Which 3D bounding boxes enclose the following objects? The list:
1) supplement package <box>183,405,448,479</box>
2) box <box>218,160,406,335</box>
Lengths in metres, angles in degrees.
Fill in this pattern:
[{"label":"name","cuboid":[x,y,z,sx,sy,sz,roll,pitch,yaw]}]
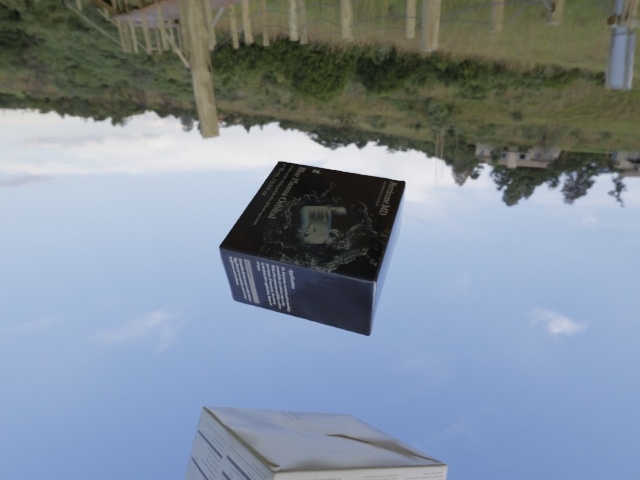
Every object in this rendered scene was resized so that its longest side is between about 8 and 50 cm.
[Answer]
[{"label":"supplement package","cuboid":[-0.012,0.318,0.514,0.262,0.145,0.204,20,167,-33]},{"label":"box","cuboid":[0.000,0.000,0.451,0.158,0.093,0.156,12,-133,14]}]
